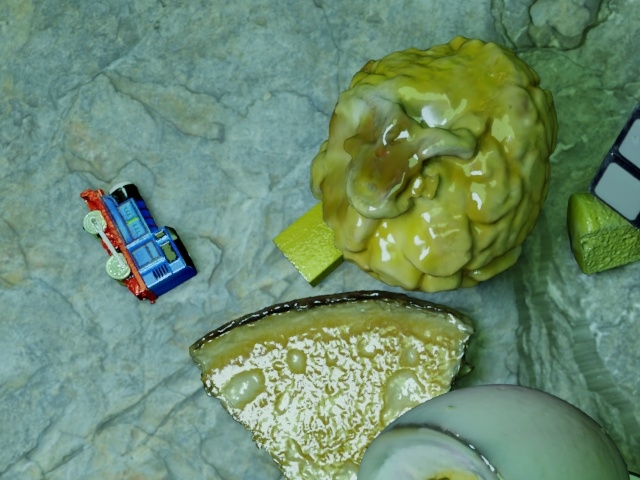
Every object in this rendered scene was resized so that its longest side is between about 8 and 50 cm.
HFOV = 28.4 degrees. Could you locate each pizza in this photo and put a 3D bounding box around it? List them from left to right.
[{"bbox_3d":[0.058,0.217,1.961,0.392,0.080,0.435,-40,75,-4],"label":"pizza"}]

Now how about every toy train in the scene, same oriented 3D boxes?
[{"bbox_3d":[-0.301,-0.003,2.062,0.131,0.083,0.204,-30,75,-1],"label":"toy train"}]

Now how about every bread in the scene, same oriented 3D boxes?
[{"bbox_3d":[0.437,-0.021,1.953,0.114,0.129,0.111,-8,48,-2],"label":"bread"}]

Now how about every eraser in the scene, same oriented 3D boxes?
[{"bbox_3d":[0.000,0.000,2.041,0.122,0.045,0.097,-40,73,-4],"label":"eraser"}]

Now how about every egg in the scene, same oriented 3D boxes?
[{"bbox_3d":[0.278,0.359,1.770,0.340,0.354,0.354,-18,68,-41],"label":"egg"}]

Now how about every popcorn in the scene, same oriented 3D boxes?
[{"bbox_3d":[0.174,-0.109,1.915,0.390,0.344,0.354,-31,115,-24],"label":"popcorn"}]

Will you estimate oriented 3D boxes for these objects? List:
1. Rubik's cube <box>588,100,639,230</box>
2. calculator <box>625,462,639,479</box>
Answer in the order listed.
[{"bbox_3d":[0.625,-0.144,1.820,0.304,0.301,0.305,41,56,17],"label":"Rubik's cube"},{"bbox_3d":[0.454,0.380,1.895,0.141,0.019,0.094,18,78,13],"label":"calculator"}]
